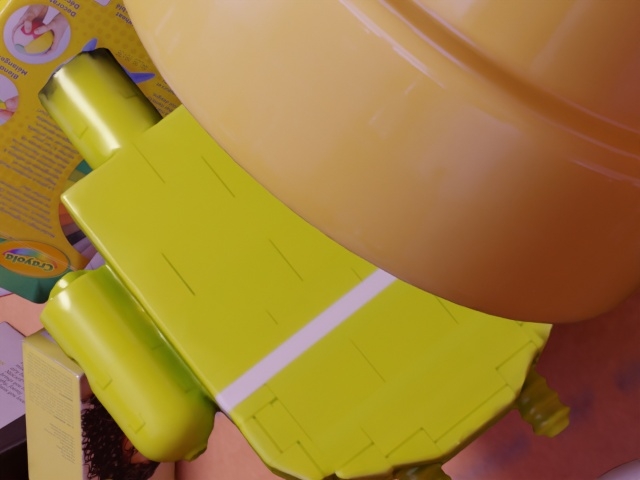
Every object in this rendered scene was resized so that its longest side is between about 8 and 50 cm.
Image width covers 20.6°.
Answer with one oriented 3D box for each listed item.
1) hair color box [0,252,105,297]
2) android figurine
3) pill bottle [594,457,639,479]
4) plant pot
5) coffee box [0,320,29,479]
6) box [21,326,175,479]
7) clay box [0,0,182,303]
[{"bbox_3d":[-0.172,-0.011,1.011,0.141,0.043,0.072,-14,111,21],"label":"hair color box"},{"bbox_3d":[0.000,0.000,0.807,0.273,0.248,0.056,49,172,10],"label":"android figurine"},{"bbox_3d":[0.178,0.202,0.823,0.108,0.108,0.193,2,113,45],"label":"pill bottle"},{"bbox_3d":[0.091,-0.138,0.640,0.254,0.254,0.239,48,122,15],"label":"plant pot"},{"bbox_3d":[-0.287,0.195,1.146,0.119,0.297,0.168,31,132,34],"label":"coffee box"},{"bbox_3d":[-0.140,0.154,1.136,0.058,0.087,0.232,27,130,33],"label":"box"},{"bbox_3d":[-0.128,-0.078,0.895,0.222,0.127,0.053,-48,36,18],"label":"clay box"}]
